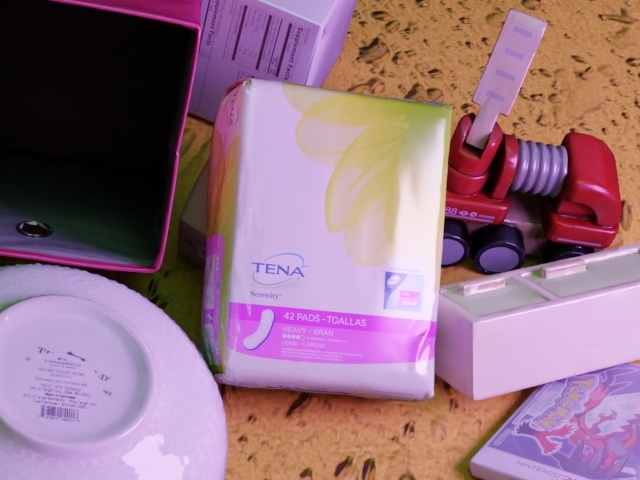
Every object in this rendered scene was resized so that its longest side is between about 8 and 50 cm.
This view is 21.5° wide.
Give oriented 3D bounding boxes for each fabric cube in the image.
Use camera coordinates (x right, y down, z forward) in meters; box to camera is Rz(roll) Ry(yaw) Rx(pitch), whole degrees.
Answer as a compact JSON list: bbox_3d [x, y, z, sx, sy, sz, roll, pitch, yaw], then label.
[{"bbox_3d":[-0.257,-0.149,1.629,0.254,0.259,0.258,9,23,-8],"label":"fabric cube"}]

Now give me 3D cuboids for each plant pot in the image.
[{"bbox_3d":[-0.089,-0.018,1.722,0.109,0.109,0.096,34,62,13],"label":"plant pot"}]

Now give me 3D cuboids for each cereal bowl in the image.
[{"bbox_3d":[-0.237,0.151,1.492,0.339,0.141,0.339,12,48,-14],"label":"cereal bowl"}]

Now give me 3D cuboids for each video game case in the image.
[{"bbox_3d":[0.275,0.188,1.643,0.183,0.023,0.201,14,40,37],"label":"video game case"}]

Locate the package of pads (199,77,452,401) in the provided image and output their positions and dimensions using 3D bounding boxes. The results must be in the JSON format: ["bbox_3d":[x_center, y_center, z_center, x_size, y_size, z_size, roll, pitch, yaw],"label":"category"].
[{"bbox_3d":[0.000,0.000,1.633,0.229,0.101,0.296,7,82,-19],"label":"package of pads"}]

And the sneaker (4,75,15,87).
[{"bbox_3d":[-0.433,-0.224,1.813,0.295,0.109,0.123,32,72,10],"label":"sneaker"}]

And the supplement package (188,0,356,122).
[{"bbox_3d":[-0.106,-0.269,1.860,0.262,0.198,0.199,22,47,4],"label":"supplement package"}]

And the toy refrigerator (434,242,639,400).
[{"bbox_3d":[0.245,0.075,1.713,0.269,0.094,0.102,-12,22,-23],"label":"toy refrigerator"}]

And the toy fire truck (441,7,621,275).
[{"bbox_3d":[0.220,-0.097,1.773,0.217,0.246,0.158,9,50,-8],"label":"toy fire truck"}]
